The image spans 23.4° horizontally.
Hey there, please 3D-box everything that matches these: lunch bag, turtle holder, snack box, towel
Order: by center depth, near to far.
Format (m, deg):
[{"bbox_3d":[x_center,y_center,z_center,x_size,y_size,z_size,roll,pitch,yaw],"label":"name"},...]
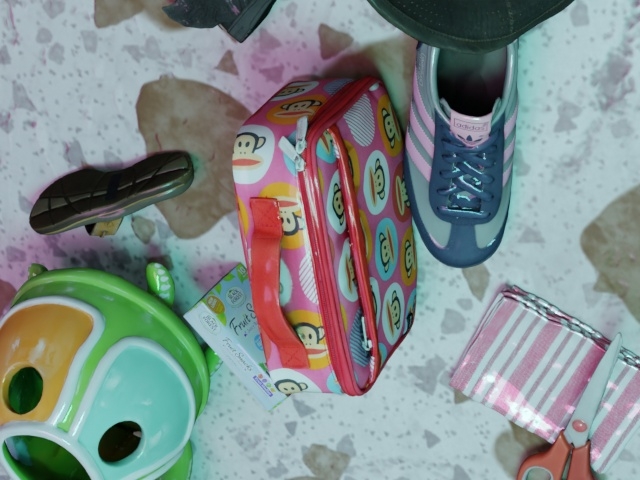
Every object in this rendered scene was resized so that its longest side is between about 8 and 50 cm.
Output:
[{"bbox_3d":[0.000,0.000,1.520,0.120,0.258,0.293,0,114,24],"label":"lunch bag"},{"bbox_3d":[0.246,0.149,1.618,0.197,0.029,0.144,30,122,8],"label":"towel"},{"bbox_3d":[-0.072,0.105,1.694,0.141,0.100,0.037,49,122,-3],"label":"snack box"},{"bbox_3d":[-0.256,0.192,1.729,0.243,0.227,0.320,13,135,8],"label":"turtle holder"}]

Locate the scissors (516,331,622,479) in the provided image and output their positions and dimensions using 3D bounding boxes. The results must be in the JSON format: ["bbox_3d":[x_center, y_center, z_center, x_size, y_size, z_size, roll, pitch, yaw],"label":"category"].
[{"bbox_3d":[0.256,0.200,1.606,0.109,0.021,0.297,13,132,22],"label":"scissors"}]

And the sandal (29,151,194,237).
[{"bbox_3d":[-0.229,-0.042,1.718,0.219,0.090,0.060,-15,129,21],"label":"sandal"}]

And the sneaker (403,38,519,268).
[{"bbox_3d":[0.134,-0.101,1.479,0.112,0.131,0.319,-2,115,3],"label":"sneaker"}]

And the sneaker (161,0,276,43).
[{"bbox_3d":[-0.083,-0.262,1.554,0.089,0.051,0.170,42,132,-1],"label":"sneaker"}]

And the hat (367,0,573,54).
[{"bbox_3d":[0.094,-0.312,1.338,0.134,0.331,0.331,3,117,51],"label":"hat"}]
